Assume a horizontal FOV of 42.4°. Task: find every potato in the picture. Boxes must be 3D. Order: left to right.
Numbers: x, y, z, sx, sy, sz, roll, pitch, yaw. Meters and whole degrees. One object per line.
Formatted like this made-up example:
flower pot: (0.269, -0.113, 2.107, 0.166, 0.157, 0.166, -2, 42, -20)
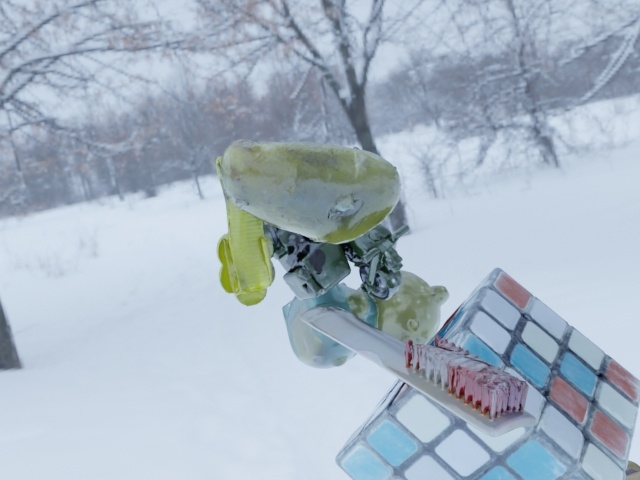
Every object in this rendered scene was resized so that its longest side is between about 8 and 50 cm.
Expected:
potato: (-0.011, -0.053, 0.839, 0.188, 0.105, 0.085, 14, 14, -15)

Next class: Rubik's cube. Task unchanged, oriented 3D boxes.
Rubik's cube: (0.220, 0.238, 1.057, 0.256, 0.259, 0.253, -54, -9, 34)

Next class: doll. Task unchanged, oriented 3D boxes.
doll: (0.084, 0.133, 1.430, 0.260, 0.161, 0.177, -4, -33, -23)

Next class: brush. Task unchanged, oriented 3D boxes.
brush: (0.082, 0.108, 0.831, 0.060, 0.050, 0.321, -7, 17, -31)

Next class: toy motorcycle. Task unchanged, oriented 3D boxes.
toy motorcycle: (0.000, 0.000, 1.256, 0.205, 0.275, 0.127, -36, -2, -29)

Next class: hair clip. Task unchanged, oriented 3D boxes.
hair clip: (-0.087, -0.011, 0.925, 0.072, 0.173, 0.046, -13, 18, -28)

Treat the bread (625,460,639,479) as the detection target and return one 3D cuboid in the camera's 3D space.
bread: (0.579, 0.481, 1.424, 0.081, 0.134, 0.225, -31, 22, 7)
